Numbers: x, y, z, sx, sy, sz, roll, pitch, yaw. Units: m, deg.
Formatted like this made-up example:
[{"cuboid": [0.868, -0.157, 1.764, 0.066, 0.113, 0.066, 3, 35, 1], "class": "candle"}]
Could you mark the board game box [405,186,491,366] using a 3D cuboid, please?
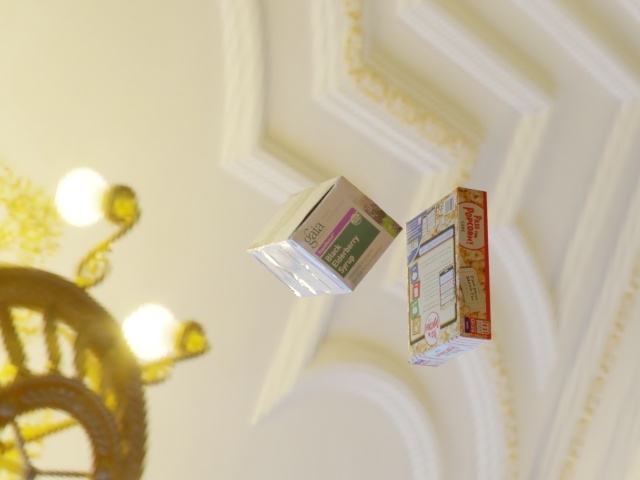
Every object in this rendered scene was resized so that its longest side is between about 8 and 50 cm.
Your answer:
[{"cuboid": [0.158, 0.048, 1.913, 0.045, 0.147, 0.193, 8, -110, -22], "class": "board game box"}]

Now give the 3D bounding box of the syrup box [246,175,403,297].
[{"cuboid": [0.000, 0.000, 1.718, 0.096, 0.237, 0.093, 40, -102, -9], "class": "syrup box"}]
